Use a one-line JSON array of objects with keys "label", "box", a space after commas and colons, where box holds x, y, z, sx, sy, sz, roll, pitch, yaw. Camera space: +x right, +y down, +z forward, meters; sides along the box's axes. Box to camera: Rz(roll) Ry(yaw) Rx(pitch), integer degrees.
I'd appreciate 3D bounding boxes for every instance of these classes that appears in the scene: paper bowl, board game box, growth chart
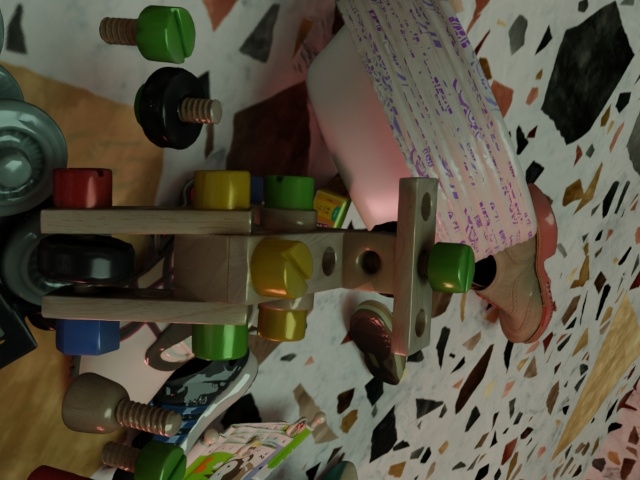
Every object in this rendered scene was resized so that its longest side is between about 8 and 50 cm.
[{"label": "paper bowl", "box": [0.087, -0.106, 0.739, 0.148, 0.284, 0.284, -23, 139, 8]}, {"label": "board game box", "box": [0.000, 0.000, 0.791, 0.259, 0.039, 0.124, -41, 153, -80]}, {"label": "growth chart", "box": [-0.110, 0.269, 0.904, 0.172, 0.021, 0.237, -51, 150, 17]}]

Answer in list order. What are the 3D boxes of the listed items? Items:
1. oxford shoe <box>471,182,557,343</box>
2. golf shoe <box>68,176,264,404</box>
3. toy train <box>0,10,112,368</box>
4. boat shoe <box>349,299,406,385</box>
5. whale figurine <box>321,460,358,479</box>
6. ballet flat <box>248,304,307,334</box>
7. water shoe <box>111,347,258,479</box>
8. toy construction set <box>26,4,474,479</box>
[{"label": "oxford shoe", "box": [0.290, 0.057, 1.217, 0.130, 0.123, 0.348, -21, 134, -6]}, {"label": "golf shoe", "box": [-0.134, 0.070, 0.708, 0.105, 0.120, 0.272, 29, 91, -54]}, {"label": "toy train", "box": [-0.266, -0.043, 0.481, 0.190, 0.142, 0.333, -32, 134, -19]}, {"label": "boat shoe", "box": [0.088, 0.126, 1.049, 0.072, 0.068, 0.190, -57, 154, -26]}, {"label": "whale figurine", "box": [-0.033, 0.415, 1.056, 0.272, 0.141, 0.216, -48, 148, -57]}, {"label": "ballet flat", "box": [-0.078, 0.075, 0.841, 0.052, 0.057, 0.168, -36, 140, 13]}, {"label": "water shoe", "box": [-0.159, 0.176, 0.804, 0.203, 0.073, 0.080, -46, 112, -16]}, {"label": "toy construction set", "box": [-0.035, 0.048, 0.507, 0.257, 0.237, 0.308, 51, 51, -62]}]
